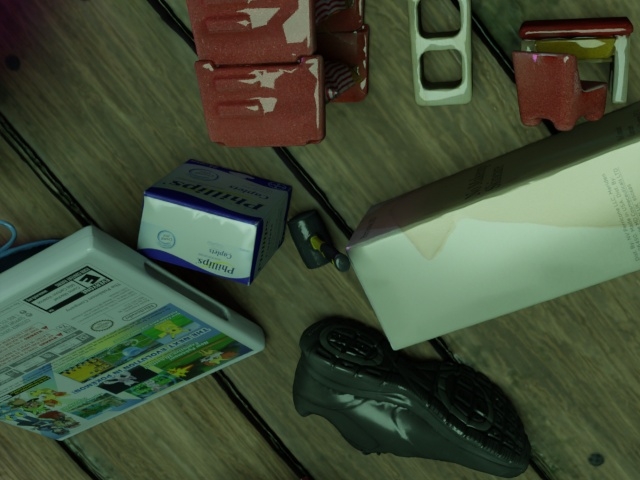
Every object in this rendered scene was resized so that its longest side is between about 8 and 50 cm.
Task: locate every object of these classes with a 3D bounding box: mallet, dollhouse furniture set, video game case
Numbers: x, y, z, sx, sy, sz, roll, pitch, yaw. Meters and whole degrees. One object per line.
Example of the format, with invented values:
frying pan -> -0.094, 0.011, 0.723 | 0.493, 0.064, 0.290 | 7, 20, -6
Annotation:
mallet -> 0.000, 0.000, 0.954 | 0.039, 0.189, 0.062 | -26, 94, -6
dollhouse furniture set -> 0.091, -0.186, 0.843 | 0.374, 0.201, 0.152 | 0, 111, 14
video game case -> -0.277, 0.121, 1.040 | 0.329, 0.036, 0.300 | -26, 144, 20

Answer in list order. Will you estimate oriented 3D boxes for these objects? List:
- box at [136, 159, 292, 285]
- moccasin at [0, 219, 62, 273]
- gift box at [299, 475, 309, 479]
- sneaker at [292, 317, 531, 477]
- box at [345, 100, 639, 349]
box -> -0.110, -0.023, 0.989 | 0.126, 0.137, 0.072 | 15, 113, 8
moccasin -> -0.403, 0.068, 1.089 | 0.342, 0.138, 0.117 | -24, 119, 20
gift box -> -0.049, 0.462, 1.109 | 0.258, 0.276, 0.255 | -38, 85, 27
sneaker -> 0.099, 0.196, 1.056 | 0.286, 0.109, 0.130 | 26, 124, 10
box -> 0.196, -0.014, 0.916 | 0.311, 0.148, 0.121 | -21, 103, 19
